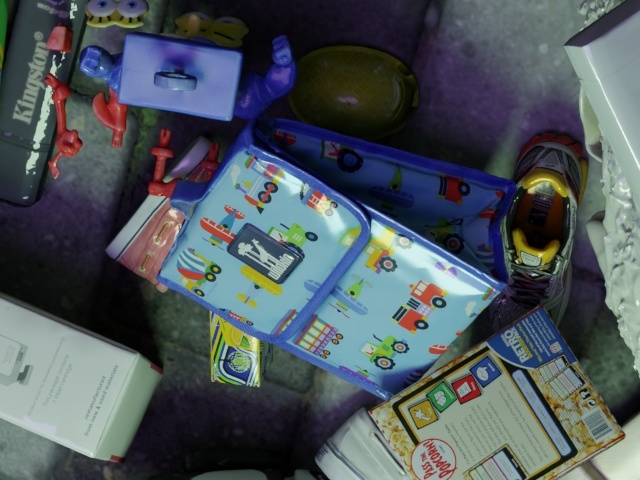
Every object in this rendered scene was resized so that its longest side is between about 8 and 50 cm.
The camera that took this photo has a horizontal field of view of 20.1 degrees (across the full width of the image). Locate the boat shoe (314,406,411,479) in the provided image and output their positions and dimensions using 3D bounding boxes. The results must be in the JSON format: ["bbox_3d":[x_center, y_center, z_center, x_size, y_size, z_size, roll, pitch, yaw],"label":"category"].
[{"bbox_3d":[0.121,0.278,1.877,0.267,0.096,0.088,40,95,3],"label":"boat shoe"}]

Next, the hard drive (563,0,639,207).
[{"bbox_3d":[0.379,-0.079,1.576,0.233,0.047,0.353,-35,110,-15],"label":"hard drive"}]

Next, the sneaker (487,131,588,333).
[{"bbox_3d":[0.199,0.012,1.734,0.088,0.092,0.225,9,116,11],"label":"sneaker"}]

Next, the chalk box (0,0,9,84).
[{"bbox_3d":[-0.441,-0.129,1.790,0.180,0.179,0.289,24,118,26],"label":"chalk box"}]

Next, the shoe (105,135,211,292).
[{"bbox_3d":[-0.141,-0.025,1.839,0.081,0.063,0.178,38,120,-7],"label":"shoe"}]

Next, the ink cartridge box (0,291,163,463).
[{"bbox_3d":[-0.321,0.121,1.860,0.283,0.207,0.117,23,83,6],"label":"ink cartridge box"}]

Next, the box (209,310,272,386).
[{"bbox_3d":[-0.081,0.062,1.856,0.054,0.059,0.169,5,114,12],"label":"box"}]

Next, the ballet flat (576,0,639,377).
[{"bbox_3d":[0.304,-0.055,1.656,0.147,0.147,0.409,-1,103,17],"label":"ballet flat"}]

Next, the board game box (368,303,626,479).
[{"bbox_3d":[0.165,0.173,1.693,0.193,0.045,0.146,-31,77,1],"label":"board game box"}]

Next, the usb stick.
[{"bbox_3d":[-0.291,-0.160,1.829,0.077,0.045,0.278,23,117,6],"label":"usb stick"}]

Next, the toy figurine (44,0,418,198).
[{"bbox_3d":[-0.098,-0.118,1.664,0.363,0.217,0.191,12,93,3],"label":"toy figurine"}]

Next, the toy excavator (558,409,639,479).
[{"bbox_3d":[0.479,0.171,1.685,0.445,0.222,0.433,25,119,20],"label":"toy excavator"}]

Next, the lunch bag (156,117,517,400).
[{"bbox_3d":[0.000,0.000,1.688,0.293,0.138,0.221,22,138,-13],"label":"lunch bag"}]

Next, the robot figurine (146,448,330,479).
[{"bbox_3d":[-0.096,0.321,1.865,0.278,0.173,0.209,-2,85,-3],"label":"robot figurine"}]
